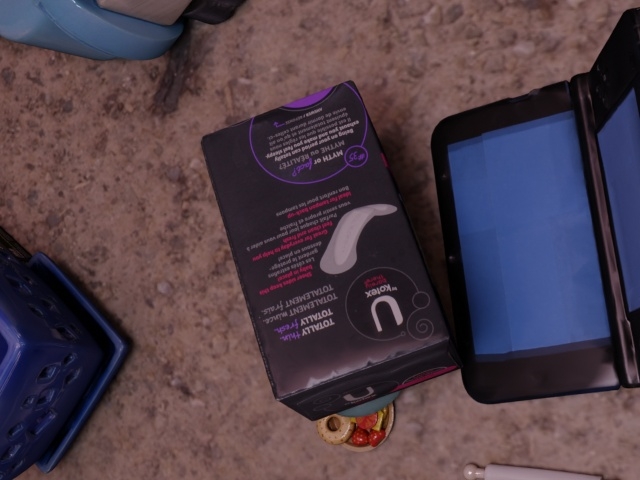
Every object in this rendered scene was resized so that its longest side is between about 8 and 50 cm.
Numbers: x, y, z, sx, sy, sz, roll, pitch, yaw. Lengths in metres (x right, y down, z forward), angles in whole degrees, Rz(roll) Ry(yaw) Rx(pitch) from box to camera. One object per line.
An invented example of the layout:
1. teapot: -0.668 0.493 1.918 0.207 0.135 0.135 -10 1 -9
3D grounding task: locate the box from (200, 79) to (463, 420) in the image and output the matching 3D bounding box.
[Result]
1. box: 0.011 0.013 0.892 0.165 0.143 0.270 -20 68 6

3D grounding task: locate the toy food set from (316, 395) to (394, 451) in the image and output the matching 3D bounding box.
1. toy food set: 0.037 0.175 0.958 0.083 0.020 0.083 13 90 32

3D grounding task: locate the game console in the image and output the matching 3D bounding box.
1. game console: 0.201 -0.013 0.807 0.173 0.250 0.293 -8 78 3

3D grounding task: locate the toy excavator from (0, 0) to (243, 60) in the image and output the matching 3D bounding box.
1. toy excavator: -0.362 -0.341 1.176 0.445 0.222 0.433 -41 63 29

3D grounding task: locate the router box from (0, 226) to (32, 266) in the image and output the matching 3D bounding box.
1. router box: -0.447 0.034 1.256 0.122 0.038 0.092 36 102 29

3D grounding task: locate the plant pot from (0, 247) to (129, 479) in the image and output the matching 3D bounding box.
1. plant pot: -0.382 0.143 1.101 0.236 0.212 0.236 40 103 28

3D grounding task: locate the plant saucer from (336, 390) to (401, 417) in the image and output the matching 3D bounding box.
1. plant saucer: 0.034 0.119 0.949 0.119 0.021 0.119 -11 64 23

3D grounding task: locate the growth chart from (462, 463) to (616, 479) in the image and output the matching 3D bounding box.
1. growth chart: 0.206 0.319 0.838 0.172 0.021 0.237 -11 77 30
